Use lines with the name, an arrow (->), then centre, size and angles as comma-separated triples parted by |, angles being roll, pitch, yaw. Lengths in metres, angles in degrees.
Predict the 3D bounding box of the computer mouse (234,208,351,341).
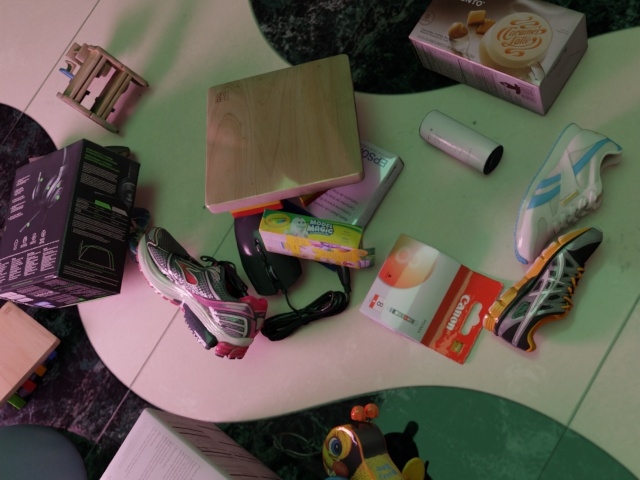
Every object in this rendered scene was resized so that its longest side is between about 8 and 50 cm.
computer mouse -> -0.054, 0.023, 1.209 | 0.184, 0.060, 0.262 | -20, 74, 18

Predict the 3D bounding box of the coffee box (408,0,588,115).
coffee box -> 0.291, -0.327, 1.194 | 0.246, 0.098, 0.141 | 32, 85, 29

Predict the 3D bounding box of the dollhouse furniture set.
dollhouse furniture set -> -0.475, -0.323, 1.527 | 0.183, 0.129, 0.129 | 25, 82, 53

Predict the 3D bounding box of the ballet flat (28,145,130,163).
ballet flat -> -0.496, -0.157, 1.492 | 0.250, 0.084, 0.058 | -4, 102, 22

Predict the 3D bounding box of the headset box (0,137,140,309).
headset box -> -0.478, -0.032, 1.361 | 0.246, 0.131, 0.283 | -14, 65, 38

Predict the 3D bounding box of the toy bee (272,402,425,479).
toy bee -> 0.051, 0.317, 0.993 | 0.298, 0.195, 0.162 | 30, 113, 20

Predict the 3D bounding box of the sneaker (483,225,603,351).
sneaker -> 0.334, 0.069, 1.042 | 0.215, 0.084, 0.083 | -50, 63, 10

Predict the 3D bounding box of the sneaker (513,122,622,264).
sneaker -> 0.361, -0.063, 1.073 | 0.092, 0.087, 0.229 | 27, 85, 27

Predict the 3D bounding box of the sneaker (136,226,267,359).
sneaker -> -0.198, 0.069, 1.234 | 0.299, 0.121, 0.112 | 41, 105, 28

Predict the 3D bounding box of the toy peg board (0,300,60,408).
toy peg board -> -0.590, 0.229, 1.389 | 0.161, 0.079, 0.160 | 28, 68, 29

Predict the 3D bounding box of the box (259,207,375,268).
box -> 0.000, 0.000, 1.134 | 0.179, 0.105, 0.043 | 13, 72, 7

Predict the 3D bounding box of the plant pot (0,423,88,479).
plant pot -> -0.572, 0.449, 1.218 | 0.290, 0.195, 0.290 | -8, 68, 21

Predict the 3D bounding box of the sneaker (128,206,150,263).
sneaker -> -0.352, -0.010, 1.377 | 0.052, 0.058, 0.135 | 4, 40, -18

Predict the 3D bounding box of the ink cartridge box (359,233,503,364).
ink cartridge box -> 0.169, 0.089, 1.122 | 0.179, 0.045, 0.145 | 25, 83, 31

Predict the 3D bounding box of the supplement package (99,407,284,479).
supplement package -> -0.169, 0.410, 1.056 | 0.262, 0.198, 0.199 | 29, 84, 30

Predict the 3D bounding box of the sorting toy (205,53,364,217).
sorting toy -> -0.056, -0.164, 1.218 | 0.255, 0.089, 0.257 | -11, 57, 11

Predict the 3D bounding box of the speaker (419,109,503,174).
speaker -> 0.229, -0.161, 1.183 | 0.136, 0.055, 0.055 | 36, 87, 30

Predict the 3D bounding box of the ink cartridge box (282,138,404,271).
ink cartridge box -> -0.004, -0.091, 1.262 | 0.223, 0.045, 0.224 | 29, 84, 29
